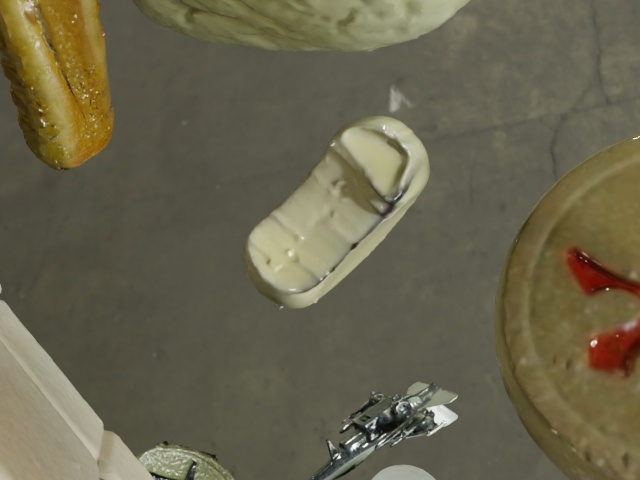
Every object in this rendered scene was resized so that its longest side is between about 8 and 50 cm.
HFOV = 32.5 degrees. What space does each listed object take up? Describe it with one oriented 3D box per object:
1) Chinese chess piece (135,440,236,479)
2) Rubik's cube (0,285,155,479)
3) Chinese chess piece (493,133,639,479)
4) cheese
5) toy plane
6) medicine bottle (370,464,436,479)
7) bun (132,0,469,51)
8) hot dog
[{"bbox_3d":[-0.189,0.360,1.466,0.083,0.188,0.188,-61,35,29],"label":"Chinese chess piece"},{"bbox_3d":[-0.258,0.181,0.500,0.322,0.316,0.319,-37,10,-1],"label":"Rubik's cube"},{"bbox_3d":[0.314,0.068,0.915,0.338,0.140,0.338,-9,65,21],"label":"Chinese chess piece"},{"bbox_3d":[0.014,-0.012,0.870,0.071,0.249,0.163,44,87,7],"label":"cheese"},{"bbox_3d":[0.071,0.229,1.355,0.234,0.082,0.160,-20,15,-27],"label":"toy plane"},{"bbox_3d":[0.083,0.375,1.372,0.147,0.247,0.147,4,54,-6],"label":"medicine bottle"},{"bbox_3d":[-0.014,-0.301,0.778,0.349,0.227,0.352,-24,53,9],"label":"bun"},{"bbox_3d":[-0.195,-0.169,0.743,0.083,0.289,0.068,-30,53,-24],"label":"hot dog"}]
